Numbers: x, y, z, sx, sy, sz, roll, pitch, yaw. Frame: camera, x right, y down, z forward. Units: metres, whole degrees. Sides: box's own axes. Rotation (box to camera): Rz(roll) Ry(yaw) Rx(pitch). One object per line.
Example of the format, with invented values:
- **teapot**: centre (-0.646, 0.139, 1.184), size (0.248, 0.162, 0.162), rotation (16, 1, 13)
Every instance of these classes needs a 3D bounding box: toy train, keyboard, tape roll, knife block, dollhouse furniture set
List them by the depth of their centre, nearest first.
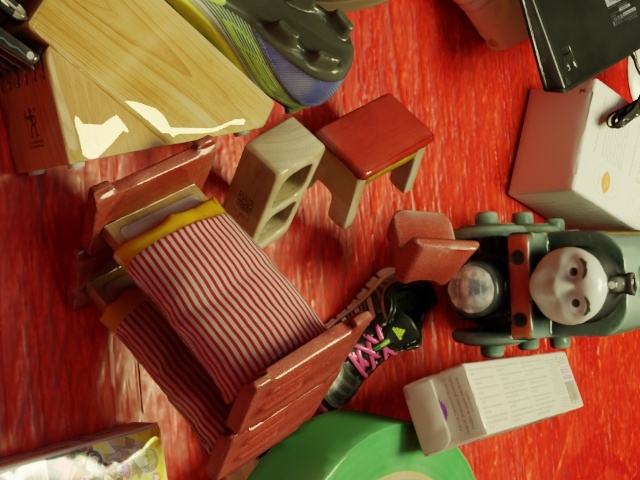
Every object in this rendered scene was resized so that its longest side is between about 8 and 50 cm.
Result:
- **knife block**: centre (-0.184, -0.181, 1.002), size (0.275, 0.088, 0.242), rotation (-15, 98, -40)
- **dollhouse furniture set**: centre (0.000, 0.000, 1.050), size (0.374, 0.152, 0.201), rotation (-31, 69, -37)
- **tape roll**: centre (0.029, 0.311, 1.121), size (0.321, 0.077, 0.321), rotation (-8, 100, -50)
- **toy train**: centre (0.254, 0.039, 1.268), size (0.334, 0.190, 0.142), rotation (2, 85, -59)
- **keyboard**: centre (0.315, -0.216, 1.360), size (0.317, 0.033, 0.202), rotation (-30, 102, -44)

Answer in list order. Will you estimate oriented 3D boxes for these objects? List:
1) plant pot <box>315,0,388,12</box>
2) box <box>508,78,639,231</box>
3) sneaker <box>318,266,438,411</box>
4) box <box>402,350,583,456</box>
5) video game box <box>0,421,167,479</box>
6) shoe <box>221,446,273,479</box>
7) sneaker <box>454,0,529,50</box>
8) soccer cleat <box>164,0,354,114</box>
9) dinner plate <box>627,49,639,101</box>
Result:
- **plant pot**: centre (0.004, -0.305, 1.062), size (0.110, 0.237, 0.237), rotation (-48, 124, -73)
- **box**: centre (0.303, -0.080, 1.412), size (0.170, 0.091, 0.130), rotation (27, 70, -37)
- **sneaker**: centre (0.051, 0.089, 1.197), size (0.170, 0.074, 0.063), rotation (-50, 118, -31)
- **box**: centre (0.171, 0.148, 1.217), size (0.324, 0.063, 0.067), rotation (4, 65, -65)
- **video game box**: centre (-0.196, 0.259, 0.993), size (0.187, 0.048, 0.205), rotation (-10, 94, -39)
- **shoe**: centre (-0.054, 0.168, 1.112), size (0.076, 0.058, 0.219), rotation (-35, 110, -36)
- **sneaker**: centre (0.229, -0.333, 1.365), size (0.292, 0.108, 0.169), rotation (-52, 122, -20)
- **soccer cleat**: centre (-0.106, -0.202, 1.067), size (0.289, 0.121, 0.093), rotation (34, 53, -12)
- **dinner plate**: centre (0.422, -0.200, 1.572), size (0.141, 0.017, 0.141), rotation (2, 88, -42)
